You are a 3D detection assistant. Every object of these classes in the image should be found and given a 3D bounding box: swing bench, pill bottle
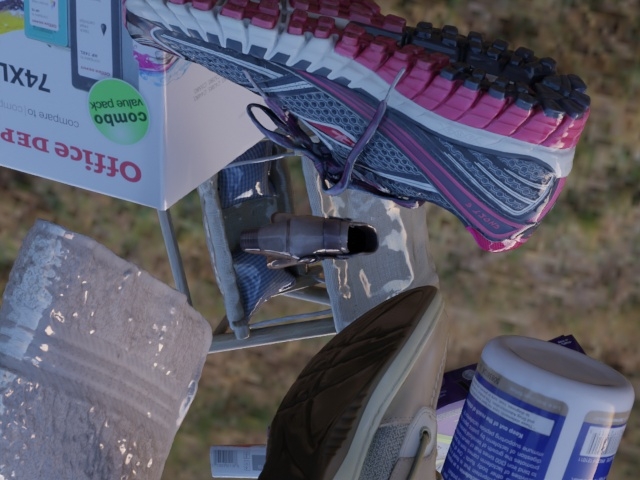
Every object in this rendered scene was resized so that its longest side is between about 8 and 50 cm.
[{"bbox_3d":[-0.026,-0.024,1.993,0.255,0.165,0.253,0,120,21],"label":"swing bench"},{"bbox_3d":[0.191,0.237,1.866,0.153,0.264,0.153,17,-168,-4],"label":"pill bottle"}]

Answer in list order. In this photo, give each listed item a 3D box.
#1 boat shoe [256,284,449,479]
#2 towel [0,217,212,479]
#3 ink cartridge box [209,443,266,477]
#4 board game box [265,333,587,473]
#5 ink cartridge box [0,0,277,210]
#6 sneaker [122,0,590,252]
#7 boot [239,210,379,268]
[{"bbox_3d":[0.027,0.153,1.291,0.109,0.302,0.098,-25,115,39],"label":"boat shoe"},{"bbox_3d":[-0.165,0.110,1.407,0.049,0.187,0.282,14,169,24],"label":"towel"},{"bbox_3d":[-0.021,0.265,2.364,0.179,0.045,0.145,-2,177,-39],"label":"ink cartridge box"},{"bbox_3d":[0.107,0.223,2.019,0.347,0.056,0.208,-15,135,-19],"label":"board game box"},{"bbox_3d":[-0.146,-0.197,1.428,0.198,0.197,0.270,15,122,24],"label":"ink cartridge box"},{"bbox_3d":[0.009,-0.087,1.184,0.299,0.121,0.112,24,117,16],"label":"sneaker"},{"bbox_3d":[0.000,0.000,1.374,0.087,0.042,0.118,-1,-177,22],"label":"boot"}]
